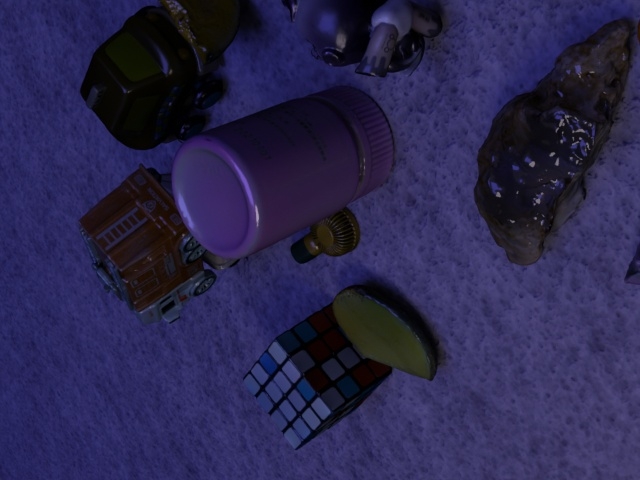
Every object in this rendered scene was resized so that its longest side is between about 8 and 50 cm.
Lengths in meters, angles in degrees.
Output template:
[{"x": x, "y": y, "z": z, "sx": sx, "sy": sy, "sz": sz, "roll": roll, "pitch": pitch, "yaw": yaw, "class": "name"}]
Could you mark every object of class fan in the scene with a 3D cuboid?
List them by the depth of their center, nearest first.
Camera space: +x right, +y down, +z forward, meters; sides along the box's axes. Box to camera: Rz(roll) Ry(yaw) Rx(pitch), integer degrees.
[{"x": 0.000, "y": 0.000, "z": 1.640, "sx": 0.155, "sy": 0.039, "sz": 0.082, "roll": -35, "pitch": 85, "yaw": 49, "class": "fan"}]

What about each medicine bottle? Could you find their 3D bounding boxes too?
[{"x": -0.048, "y": -0.102, "z": 1.441, "sx": 0.178, "sy": 0.291, "sz": 0.178, "roll": 23, "pitch": 126, "yaw": 35, "class": "medicine bottle"}]

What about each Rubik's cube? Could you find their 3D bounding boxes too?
[{"x": -0.007, "y": 0.223, "z": 1.685, "sx": 0.155, "sy": 0.151, "sz": 0.154, "roll": 49, "pitch": 139, "yaw": 13, "class": "Rubik's cube"}]

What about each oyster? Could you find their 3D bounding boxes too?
[{"x": 0.274, "y": -0.112, "z": 1.246, "sx": 0.166, "sy": 0.110, "sz": 0.341, "roll": 48, "pitch": 137, "yaw": 14, "class": "oyster"}]

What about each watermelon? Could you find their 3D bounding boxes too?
[{"x": -0.218, "y": -0.394, "z": 1.563, "sx": 0.123, "sy": 0.129, "sz": 0.301, "roll": -39, "pitch": 81, "yaw": 19, "class": "watermelon"}]

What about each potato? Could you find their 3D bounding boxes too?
[{"x": 0.109, "y": 0.140, "z": 1.597, "sx": 0.198, "sy": 0.054, "sz": 0.119, "roll": 30, "pitch": 130, "yaw": 25, "class": "potato"}]

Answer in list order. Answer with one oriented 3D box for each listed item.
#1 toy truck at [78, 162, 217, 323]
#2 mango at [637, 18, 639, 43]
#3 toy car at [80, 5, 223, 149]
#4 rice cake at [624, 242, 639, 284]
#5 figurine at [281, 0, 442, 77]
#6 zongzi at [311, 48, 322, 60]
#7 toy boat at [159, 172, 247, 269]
[{"x": -0.265, "y": 0.025, "z": 1.568, "sx": 0.136, "sy": 0.162, "sz": 0.305, "roll": 46, "pitch": 163, "yaw": 16, "class": "toy truck"}, {"x": 0.386, "y": -0.241, "z": 1.116, "sx": 0.089, "sy": 0.046, "sz": 0.060, "roll": -38, "pitch": 84, "yaw": 36, "class": "mango"}, {"x": -0.302, "y": -0.256, "z": 1.686, "sx": 0.204, "sy": 0.198, "sz": 0.248, "roll": 50, "pitch": 138, "yaw": 13, "class": "toy car"}, {"x": 0.475, "y": 0.048, "z": 1.173, "sx": 0.270, "sy": 0.055, "sz": 0.049, "roll": 12, "pitch": 123, "yaw": 39, "class": "rice cake"}, {"x": 0.033, "y": -0.300, "z": 1.351, "sx": 0.222, "sy": 0.145, "sz": 0.145, "roll": 29, "pitch": 130, "yaw": 35, "class": "figurine"}, {"x": 0.010, "y": -0.282, "z": 1.480, "sx": 0.083, "sy": 0.067, "sz": 0.073, "roll": 70, "pitch": 154, "yaw": 19, "class": "zongzi"}, {"x": -0.215, "y": -0.031, "z": 1.779, "sx": 0.269, "sy": 0.141, "sz": 0.140, "roll": 20, "pitch": 124, "yaw": 40, "class": "toy boat"}]
